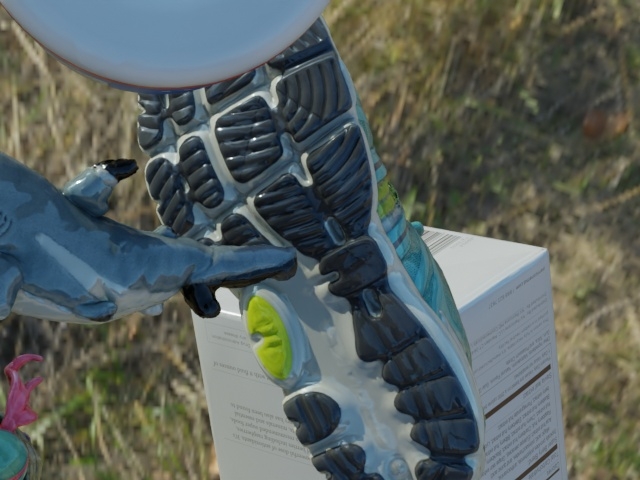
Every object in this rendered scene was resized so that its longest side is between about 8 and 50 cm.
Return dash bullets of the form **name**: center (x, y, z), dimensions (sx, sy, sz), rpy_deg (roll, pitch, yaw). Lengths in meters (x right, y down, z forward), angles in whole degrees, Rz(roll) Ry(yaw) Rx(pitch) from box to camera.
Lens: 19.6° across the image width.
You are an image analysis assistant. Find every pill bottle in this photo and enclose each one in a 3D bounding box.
- **pill bottle**: center (-0.057, -0.113, 0.654), dimensions (0.124, 0.221, 0.124), rpy_deg (0, 95, -5)

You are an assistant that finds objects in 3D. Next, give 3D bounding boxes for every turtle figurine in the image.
- **turtle figurine**: center (-0.224, 0.149, 1.100), dimensions (0.118, 0.234, 0.175), rpy_deg (5, 67, -17)

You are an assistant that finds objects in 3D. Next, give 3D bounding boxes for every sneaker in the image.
- **sneaker**: center (0.000, 0.000, 0.861), dimensions (0.107, 0.110, 0.275), rpy_deg (-22, 91, 17)

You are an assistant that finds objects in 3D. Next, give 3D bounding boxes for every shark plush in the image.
- **shark plush**: center (-0.086, -0.001, 0.691), dimensions (0.161, 0.073, 0.067), rpy_deg (12, 101, -7)

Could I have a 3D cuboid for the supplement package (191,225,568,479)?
- **supplement package**: center (0.051, 0.155, 1.267), dimensions (0.177, 0.293, 0.175), rpy_deg (12, 29, 38)
